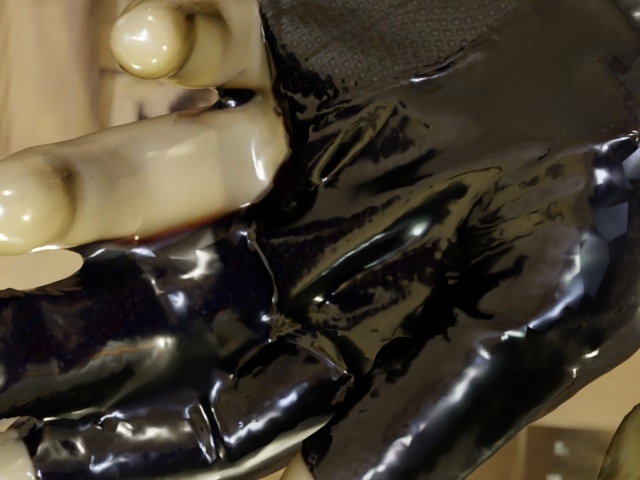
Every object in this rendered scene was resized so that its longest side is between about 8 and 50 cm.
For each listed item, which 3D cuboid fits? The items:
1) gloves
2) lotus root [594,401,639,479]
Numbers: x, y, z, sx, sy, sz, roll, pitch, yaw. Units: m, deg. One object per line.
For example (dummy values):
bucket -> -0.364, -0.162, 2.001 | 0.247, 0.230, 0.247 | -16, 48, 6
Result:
gloves -> 0.005, 0.001, 0.606 | 0.197, 0.301, 0.152 | 56, -19, 24
lotus root -> 0.142, 0.125, 0.397 | 0.154, 0.154, 0.278 | 113, -27, -44
